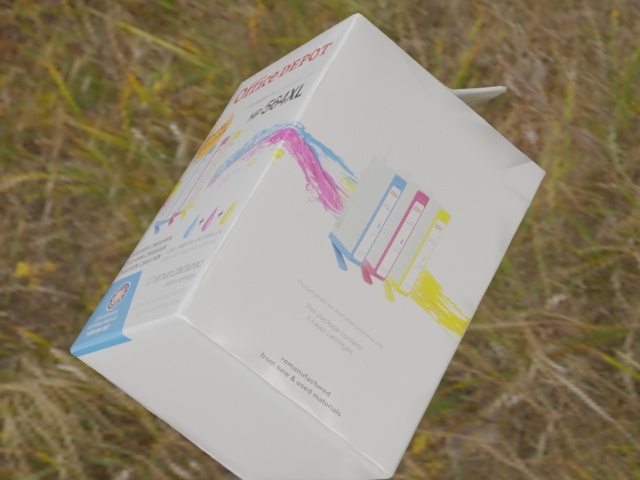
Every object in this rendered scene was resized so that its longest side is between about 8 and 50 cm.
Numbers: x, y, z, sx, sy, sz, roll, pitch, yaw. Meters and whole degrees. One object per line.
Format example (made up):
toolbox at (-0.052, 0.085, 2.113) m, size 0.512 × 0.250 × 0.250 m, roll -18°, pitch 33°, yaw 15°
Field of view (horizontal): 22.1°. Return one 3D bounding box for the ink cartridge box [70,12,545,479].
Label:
ink cartridge box at (0.000, 0.000, 0.559) m, size 0.092 × 0.090 × 0.143 m, roll -20°, pitch 36°, yaw 58°
